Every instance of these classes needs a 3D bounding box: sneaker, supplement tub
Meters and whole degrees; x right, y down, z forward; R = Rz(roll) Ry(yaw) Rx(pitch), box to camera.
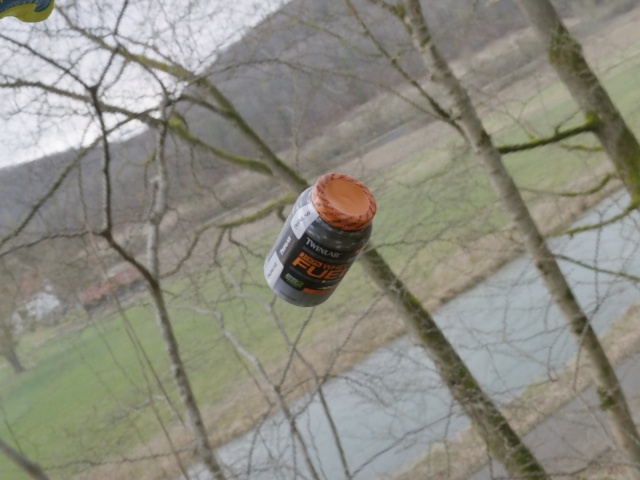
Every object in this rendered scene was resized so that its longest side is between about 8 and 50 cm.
[{"bbox_3d":[-0.568,-0.450,1.289,0.126,0.091,0.240,-48,-6,35],"label":"sneaker"},{"bbox_3d":[0.000,0.000,1.043,0.117,0.117,0.190,-28,-22,-42],"label":"supplement tub"}]
